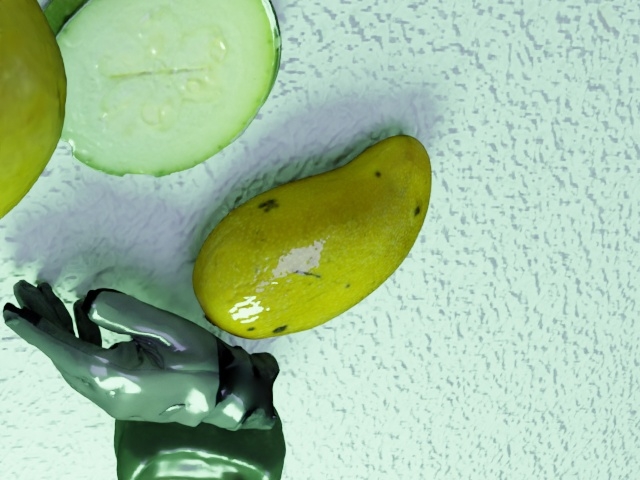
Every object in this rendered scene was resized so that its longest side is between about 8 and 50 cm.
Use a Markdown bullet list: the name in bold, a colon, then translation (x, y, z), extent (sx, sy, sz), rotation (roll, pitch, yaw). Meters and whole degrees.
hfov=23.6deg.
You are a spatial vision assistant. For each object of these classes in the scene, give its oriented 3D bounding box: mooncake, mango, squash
- **mooncake**: translation (-0.121, 0.209, 1.524), extent (0.168, 0.175, 0.104), rotation (-40, 150, -54)
- **mango**: translation (0.001, 0.003, 1.445), extent (0.262, 0.109, 0.157), rotation (-32, 131, 2)
- **squash**: translation (-0.137, -0.151, 1.308), extent (0.219, 0.041, 0.219), rotation (-16, 133, -18)

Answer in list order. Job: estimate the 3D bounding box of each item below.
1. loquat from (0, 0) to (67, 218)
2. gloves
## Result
- **loquat**: translation (-0.327, -0.123, 1.089), extent (0.275, 0.275, 0.275), rotation (-12, 132, -14)
- **gloves**: translation (-0.160, 0.108, 1.422), extent (0.285, 0.119, 0.142), rotation (23, 134, -18)
